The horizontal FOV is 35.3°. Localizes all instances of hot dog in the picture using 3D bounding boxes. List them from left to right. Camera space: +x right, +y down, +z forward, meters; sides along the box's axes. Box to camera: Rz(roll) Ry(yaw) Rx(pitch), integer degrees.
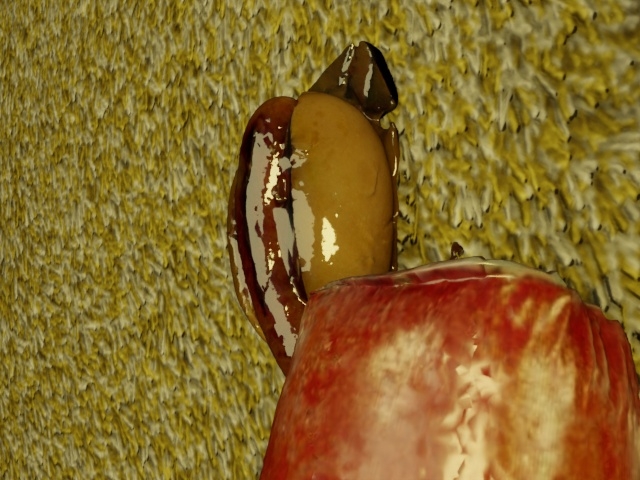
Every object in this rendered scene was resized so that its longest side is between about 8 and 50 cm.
[{"bbox_3d":[-0.004,0.000,0.796,0.194,0.107,0.326,-37,58,40],"label":"hot dog"}]

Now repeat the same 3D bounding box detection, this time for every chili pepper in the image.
[{"bbox_3d":[0.071,0.179,0.623,0.251,0.229,0.305,-5,70,52],"label":"chili pepper"}]
